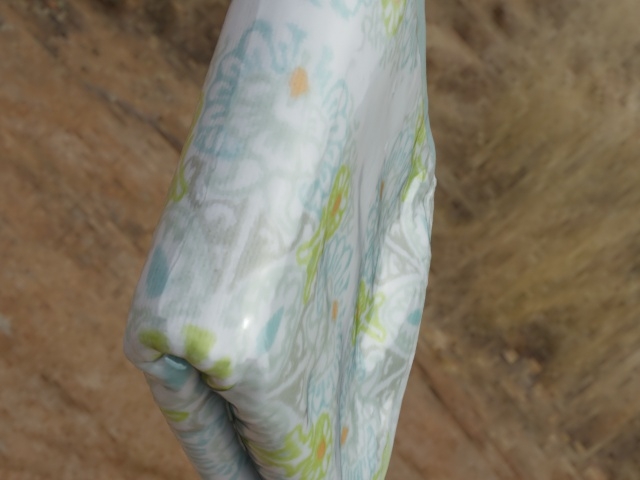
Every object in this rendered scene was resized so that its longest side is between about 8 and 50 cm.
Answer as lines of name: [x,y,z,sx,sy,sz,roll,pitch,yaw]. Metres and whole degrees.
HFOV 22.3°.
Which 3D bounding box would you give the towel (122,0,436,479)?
towel: [0.000,0.000,0.966,0.374,0.090,0.320,72,28,-59]
